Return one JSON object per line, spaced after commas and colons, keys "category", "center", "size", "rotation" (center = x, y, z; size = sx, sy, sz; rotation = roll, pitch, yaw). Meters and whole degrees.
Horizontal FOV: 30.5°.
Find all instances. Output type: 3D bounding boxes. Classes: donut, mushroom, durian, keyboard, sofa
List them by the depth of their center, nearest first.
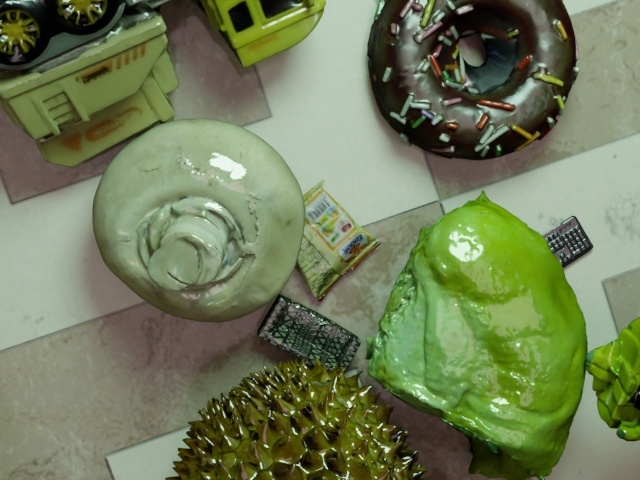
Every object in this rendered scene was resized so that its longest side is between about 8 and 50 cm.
{"category": "durian", "center": [-0.015, 0.335, 1.336], "size": [0.348, 0.347, 0.384], "rotation": [-37, 62, -1]}
{"category": "mushroom", "center": [-0.138, -0.013, 1.341], "size": [0.246, 0.202, 0.246], "rotation": [1, 116, 1]}
{"category": "durian", "center": [0.196, 0.122, 1.384], "size": [0.256, 0.204, 0.339], "rotation": [15, 99, -20]}
{"category": "donut", "center": [0.186, -0.222, 1.410], "size": [0.270, 0.103, 0.269], "rotation": [0, 95, -3]}
{"category": "sofa", "center": [-0.014, 0.119, 1.455], "size": [0.118, 0.039, 0.060], "rotation": [30, 91, -7]}
{"category": "keyboard", "center": [0.270, 0.029, 1.487], "size": [0.155, 0.010, 0.053], "rotation": [-33, 96, -1]}

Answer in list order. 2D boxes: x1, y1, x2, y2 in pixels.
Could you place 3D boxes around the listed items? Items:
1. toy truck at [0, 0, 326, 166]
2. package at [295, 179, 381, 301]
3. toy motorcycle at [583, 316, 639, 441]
{"category": "toy truck", "center": [-0.195, -0.256, 1.320], "size": [0.405, 0.180, 0.254], "rotation": [-26, 127, -4]}
{"category": "package", "center": [-0.001, -0.002, 1.449], "size": [0.108, 0.031, 0.120], "rotation": [-43, 99, -1]}
{"category": "toy motorcycle", "center": [0.460, 0.143, 1.398], "size": [0.342, 0.206, 0.142], "rotation": [-5, 112, -35]}
